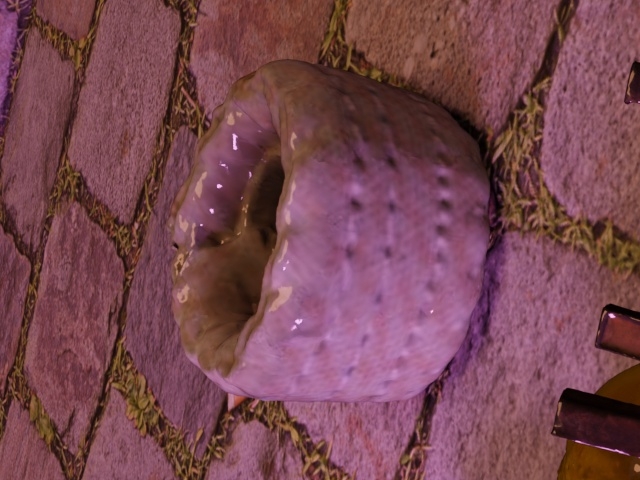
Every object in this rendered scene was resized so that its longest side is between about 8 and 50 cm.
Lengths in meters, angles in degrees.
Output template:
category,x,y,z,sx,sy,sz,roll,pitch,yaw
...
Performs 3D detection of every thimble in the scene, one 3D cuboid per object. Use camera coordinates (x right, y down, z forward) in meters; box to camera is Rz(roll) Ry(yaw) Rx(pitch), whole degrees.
category,x,y,z,sx,sy,sz,roll,pitch,yaw
thimble,0.000,0.000,1.306,0.291,0.195,0.292,-31,55,58

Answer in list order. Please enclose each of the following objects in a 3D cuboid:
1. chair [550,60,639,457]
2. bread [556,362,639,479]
category,x,y,z,sx,sy,sz,roll,pitch,yaw
chair,0.347,0.035,0.728,0.240,0.416,0.203,-19,-58,-73
bread,0.247,0.248,0.911,0.166,0.112,0.384,-55,41,40
